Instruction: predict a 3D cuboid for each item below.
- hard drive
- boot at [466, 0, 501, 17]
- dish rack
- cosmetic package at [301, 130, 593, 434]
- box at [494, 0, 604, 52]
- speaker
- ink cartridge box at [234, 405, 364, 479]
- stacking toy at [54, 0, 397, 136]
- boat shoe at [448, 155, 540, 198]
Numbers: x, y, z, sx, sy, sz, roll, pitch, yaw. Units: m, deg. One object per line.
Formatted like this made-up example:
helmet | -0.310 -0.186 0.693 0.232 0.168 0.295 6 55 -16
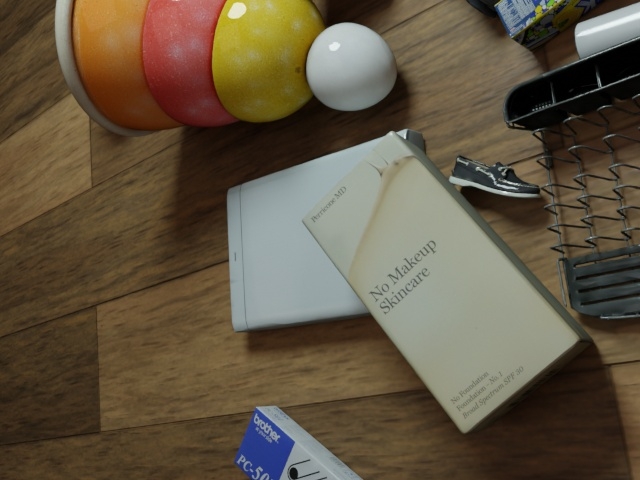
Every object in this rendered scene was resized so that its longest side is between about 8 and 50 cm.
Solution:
hard drive | 0.000 0.000 1.038 0.353 0.047 0.233 -13 75 40
boot | 0.196 -0.463 0.889 0.222 0.118 0.338 -38 56 38
dish rack | 0.315 -0.058 0.743 0.208 0.074 0.272 -17 73 40
cosmetic package | 0.137 0.044 0.820 0.160 0.113 0.309 -45 65 14
box | 0.286 -0.290 0.812 0.169 0.059 0.054 -34 64 34
speaker | 0.342 -0.223 0.755 0.136 0.055 0.055 -11 76 41
ink cartridge box | -0.031 0.329 1.017 0.207 0.046 0.097 30 103 41
stacking toy | -0.105 -0.287 1.064 0.479 0.350 0.351 16 95 23
boat shoe | 0.208 -0.076 0.863 0.125 0.046 0.038 21 103 50
